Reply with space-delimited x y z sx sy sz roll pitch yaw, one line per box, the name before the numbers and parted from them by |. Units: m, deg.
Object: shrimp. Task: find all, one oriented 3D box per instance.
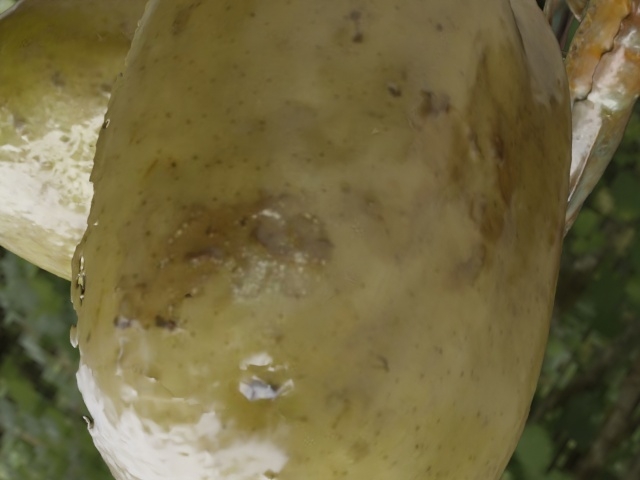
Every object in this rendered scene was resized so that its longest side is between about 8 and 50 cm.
shrimp | 0.144 -0.085 1.028 0.052 0.251 0.143 18 -161 -15

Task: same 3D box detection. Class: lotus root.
lotus root | 0.000 0.000 0.575 0.160 0.284 0.146 31 152 -29

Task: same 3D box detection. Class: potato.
potato | -0.083 -0.063 1.019 0.266 0.229 0.229 10 -175 -17
